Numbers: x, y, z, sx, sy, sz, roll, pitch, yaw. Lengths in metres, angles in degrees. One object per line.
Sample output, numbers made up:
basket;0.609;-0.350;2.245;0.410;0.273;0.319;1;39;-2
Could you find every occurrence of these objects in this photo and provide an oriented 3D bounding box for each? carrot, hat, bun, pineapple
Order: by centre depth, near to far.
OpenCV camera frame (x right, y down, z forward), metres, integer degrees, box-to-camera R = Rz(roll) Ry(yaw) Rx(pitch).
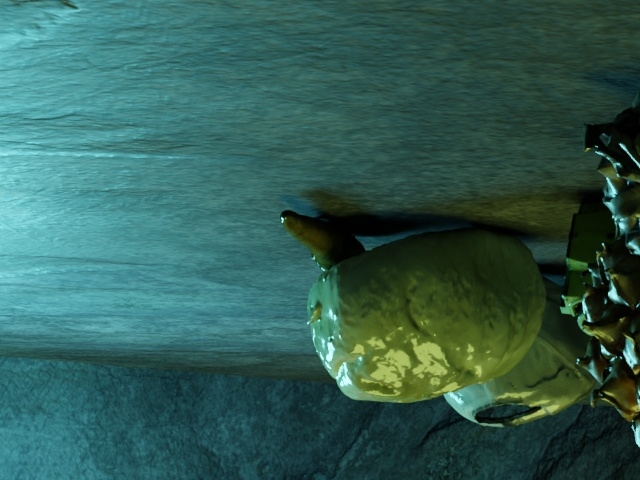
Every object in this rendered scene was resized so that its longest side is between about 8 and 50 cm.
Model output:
pineapple;0.266;-0.005;1.153;0.262;0.262;0.272;-1;151;20
carrot;0.000;0.000;1.677;0.049;0.049;0.254;0;169;15
bun;0.104;0.082;1.709;0.243;0.153;0.244;-16;158;-6
hat;0.238;0.106;2.001;0.232;0.161;0.275;1;-165;29

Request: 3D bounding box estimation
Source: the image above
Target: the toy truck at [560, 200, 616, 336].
toy truck;0.328;0.003;1.451;0.259;0.128;0.135;0;145;25
